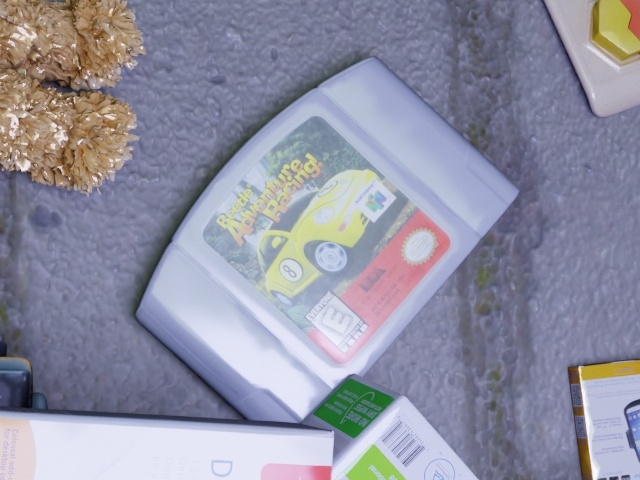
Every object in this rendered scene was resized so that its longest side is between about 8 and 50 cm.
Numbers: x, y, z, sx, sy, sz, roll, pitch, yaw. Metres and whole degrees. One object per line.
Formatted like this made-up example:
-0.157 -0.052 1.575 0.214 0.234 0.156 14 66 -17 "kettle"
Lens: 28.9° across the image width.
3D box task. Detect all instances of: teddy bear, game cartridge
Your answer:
-0.298 -0.132 0.934 0.338 0.113 0.245 21 77 -7 "teddy bear"
0.000 0.000 1.003 0.196 0.060 0.294 41 77 1 "game cartridge"

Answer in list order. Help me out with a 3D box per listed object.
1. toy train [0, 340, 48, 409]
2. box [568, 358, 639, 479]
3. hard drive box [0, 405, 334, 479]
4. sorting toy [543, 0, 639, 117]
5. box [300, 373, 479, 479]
-0.255 0.226 0.851 0.142 0.190 0.333 4 81 -10 "toy train"
0.257 0.169 1.040 0.081 0.028 0.136 -4 85 -11 "box"
-0.119 0.195 0.751 0.232 0.089 0.181 5 83 -18 "hard drive box"
0.288 -0.234 1.095 0.193 0.038 0.208 -21 87 -13 "sorting toy"
0.044 0.275 0.909 0.231 0.127 0.262 -44 103 -10 "box"
